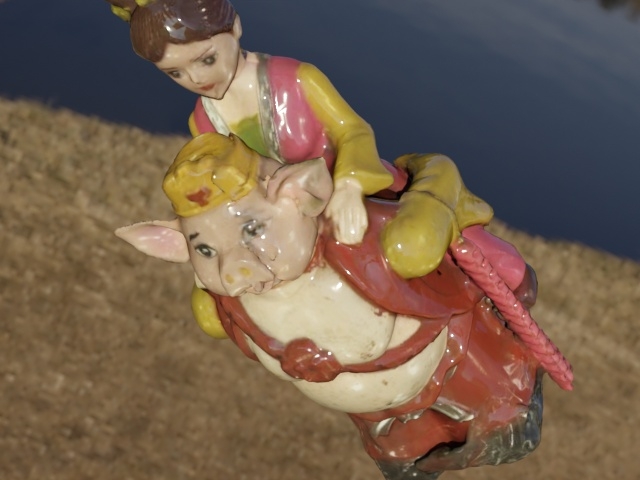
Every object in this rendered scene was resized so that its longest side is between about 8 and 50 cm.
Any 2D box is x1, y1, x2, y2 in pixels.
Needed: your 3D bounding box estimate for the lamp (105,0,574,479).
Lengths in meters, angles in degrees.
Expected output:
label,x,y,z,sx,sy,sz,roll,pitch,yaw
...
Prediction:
label,x,y,z,sx,sy,sz,roll,pitch,yaw
lamp,0.000,0.000,0.571,0.253,0.118,0.118,49,1,-43
